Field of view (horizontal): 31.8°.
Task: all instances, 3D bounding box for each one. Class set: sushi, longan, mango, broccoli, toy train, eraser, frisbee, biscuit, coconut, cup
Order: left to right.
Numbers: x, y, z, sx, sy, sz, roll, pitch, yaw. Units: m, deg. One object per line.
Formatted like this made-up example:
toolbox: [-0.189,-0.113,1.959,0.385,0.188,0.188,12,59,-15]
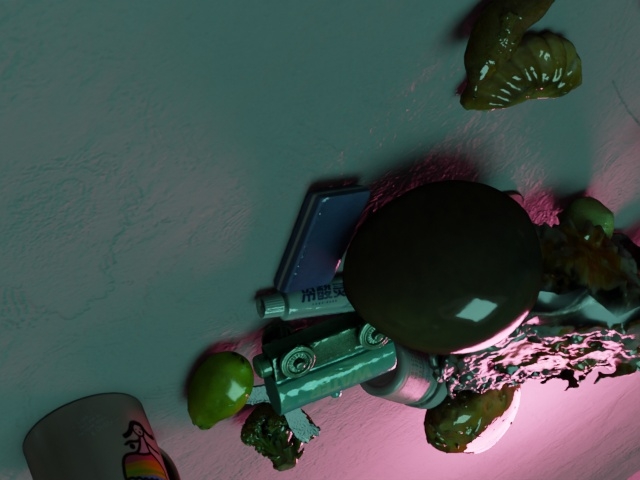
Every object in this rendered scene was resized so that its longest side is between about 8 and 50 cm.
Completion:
cup: [-0.303,0.372,1.699,0.191,0.200,0.253,-42,147,19]
mango: [-0.161,0.235,1.727,0.074,0.091,0.165,-10,144,-46]
broccoli: [-0.071,0.326,1.895,0.130,0.120,0.131,-11,148,-5]
frisbee: [-0.066,0.257,1.814,0.211,0.012,0.187,-29,111,2]
eraser: [0.000,0.000,1.573,0.082,0.036,0.225,-10,143,-28]
toy train: [0.015,0.183,1.754,0.248,0.101,0.159,-20,126,-18]
longan: [0.175,0.035,1.583,0.300,0.300,0.243,2,94,-40]
biscuit: [0.274,-0.214,1.473,0.183,0.061,0.118,-13,143,-23]
sushi: [0.360,0.132,1.866,0.417,0.176,0.417,-5,150,-3]
coconut: [0.433,-0.030,1.838,0.088,0.096,0.088,19,90,-74]

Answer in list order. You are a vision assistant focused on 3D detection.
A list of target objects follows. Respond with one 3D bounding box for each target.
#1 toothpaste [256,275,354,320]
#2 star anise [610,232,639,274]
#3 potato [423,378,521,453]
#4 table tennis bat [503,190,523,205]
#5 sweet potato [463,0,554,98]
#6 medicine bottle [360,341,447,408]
toothpaste: [0.043,0.081,1.700,0.296,0.075,0.048,-8,161,-27]
star anise: [0.604,0.051,2.055,0.212,0.129,0.283,-13,154,-14]
potato: [0.285,0.319,2.107,0.191,0.141,0.296,-43,161,17]
table tennis bat: [0.248,-0.040,1.741,0.156,0.013,0.087,-13,147,-28]
sweet potato: [0.234,-0.276,1.361,0.226,0.068,0.068,-51,146,0]
medicine bottle: [0.145,0.232,1.951,0.105,0.105,0.168,-41,146,17]
